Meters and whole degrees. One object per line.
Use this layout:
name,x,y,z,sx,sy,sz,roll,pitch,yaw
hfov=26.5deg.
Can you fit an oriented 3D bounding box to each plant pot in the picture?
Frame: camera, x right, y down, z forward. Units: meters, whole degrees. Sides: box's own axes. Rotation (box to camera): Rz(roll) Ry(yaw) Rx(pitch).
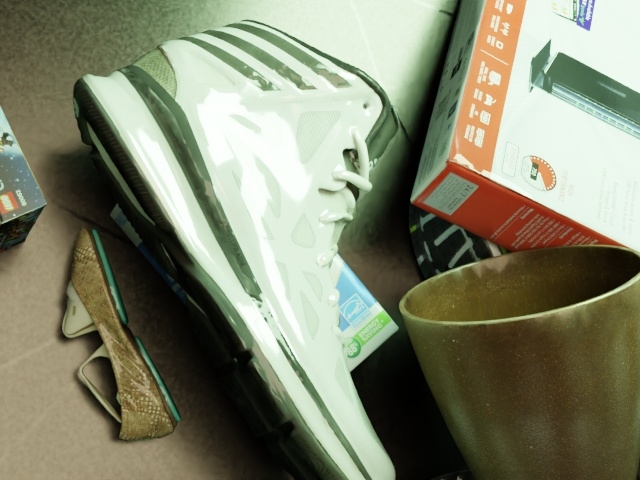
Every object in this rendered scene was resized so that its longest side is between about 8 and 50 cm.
plant pot,0.196,0.144,1.194,0.215,0.215,0.230,-16,103,-20

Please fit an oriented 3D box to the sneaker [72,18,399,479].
sneaker,0.000,-0.001,1.182,0.257,0.169,0.447,-30,87,-17

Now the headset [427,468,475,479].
headset,0.225,0.361,1.258,0.394,0.185,0.243,22,74,-1

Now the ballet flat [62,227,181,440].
ballet flat,-0.197,0.091,1.243,0.067,0.073,0.206,-24,83,-6

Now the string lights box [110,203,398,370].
string lights box,-0.064,0.029,1.290,0.133,0.077,0.259,-41,93,-19

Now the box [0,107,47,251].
box,-0.319,-0.110,1.193,0.044,0.159,0.233,-25,87,-22

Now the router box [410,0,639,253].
router box,0.268,-0.120,1.366,0.301,0.082,0.335,24,53,-12

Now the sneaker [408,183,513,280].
sneaker,0.203,0.041,1.371,0.121,0.111,0.300,-36,92,-39
